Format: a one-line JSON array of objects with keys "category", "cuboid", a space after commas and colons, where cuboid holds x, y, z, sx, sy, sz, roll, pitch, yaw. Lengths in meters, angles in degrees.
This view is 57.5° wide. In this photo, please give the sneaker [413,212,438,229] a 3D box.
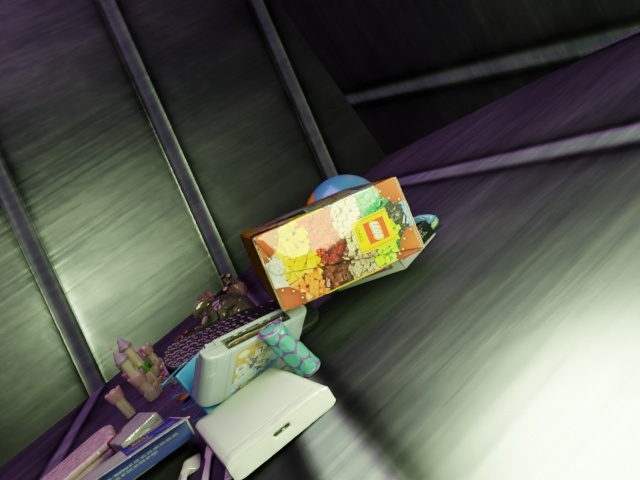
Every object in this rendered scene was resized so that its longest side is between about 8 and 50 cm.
[{"category": "sneaker", "cuboid": [0.285, -0.046, 1.782, 0.188, 0.067, 0.078, -30, 16, 52]}]

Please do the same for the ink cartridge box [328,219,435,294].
[{"category": "ink cartridge box", "cuboid": [0.163, 0.057, 1.751, 0.176, 0.069, 0.371, -43, 8, -37]}]

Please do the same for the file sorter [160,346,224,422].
[{"category": "file sorter", "cuboid": [-0.292, 0.378, 1.457, 0.104, 0.170, 0.118, -34, 8, 40]}]

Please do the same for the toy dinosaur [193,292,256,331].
[{"category": "toy dinosaur", "cuboid": [-0.294, 0.217, 1.785, 0.313, 0.121, 0.160, -27, 39, 28]}]

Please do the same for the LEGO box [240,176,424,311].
[{"category": "LEGO box", "cuboid": [0.000, 0.000, 1.582, 0.372, 0.193, 0.500, -24, 6, -10]}]

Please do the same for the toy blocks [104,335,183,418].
[{"category": "toy blocks", "cuboid": [-0.685, 0.460, 2.257, 0.309, 0.260, 0.288, -36, 8, 3]}]

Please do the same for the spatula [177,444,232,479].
[{"category": "spatula", "cuboid": [-0.238, 0.477, 1.224, 0.168, 0.019, 0.242, -31, 9, -2]}]

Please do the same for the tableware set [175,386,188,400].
[{"category": "tableware set", "cuboid": [-0.418, 0.484, 1.881, 0.154, 0.024, 0.104, -28, 15, 38]}]

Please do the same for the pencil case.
[{"category": "pencil case", "cuboid": [-0.069, 0.246, 1.328, 0.064, 0.151, 0.070, -38, 19, 9]}]

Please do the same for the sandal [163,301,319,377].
[{"category": "sandal", "cuboid": [-0.214, 0.283, 1.648, 0.446, 0.107, 0.167, -18, 33, -3]}]

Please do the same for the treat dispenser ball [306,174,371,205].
[{"category": "treat dispenser ball", "cuboid": [0.090, -0.081, 1.999, 0.288, 0.288, 0.288, -35, 9, 6]}]

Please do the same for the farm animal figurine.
[{"category": "farm animal figurine", "cuboid": [-0.307, 0.291, 1.995, 0.327, 0.172, 0.330, 7, 54, 51]}]

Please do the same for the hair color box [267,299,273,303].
[{"category": "hair color box", "cuboid": [-0.173, 0.268, 1.825, 0.167, 0.093, 0.053, -40, 10, -27]}]

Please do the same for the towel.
[{"category": "towel", "cuboid": [-0.796, 0.740, 1.891, 0.317, 0.053, 0.332, -41, 9, -22]}]

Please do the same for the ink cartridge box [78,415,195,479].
[{"category": "ink cartridge box", "cuboid": [-0.449, 0.530, 1.381, 0.303, 0.072, 0.307, -31, -1, -27]}]

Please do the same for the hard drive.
[{"category": "hard drive", "cuboid": [-0.131, 0.367, 1.230, 0.233, 0.047, 0.353, -34, 7, -21]}]

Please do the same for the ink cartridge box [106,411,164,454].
[{"category": "ink cartridge box", "cuboid": [-0.524, 0.565, 1.680, 0.127, 0.072, 0.175, -42, 10, -35]}]

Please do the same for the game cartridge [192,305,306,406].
[{"category": "game cartridge", "cuboid": [-0.166, 0.277, 1.398, 0.297, 0.062, 0.198, -22, -44, -38]}]
